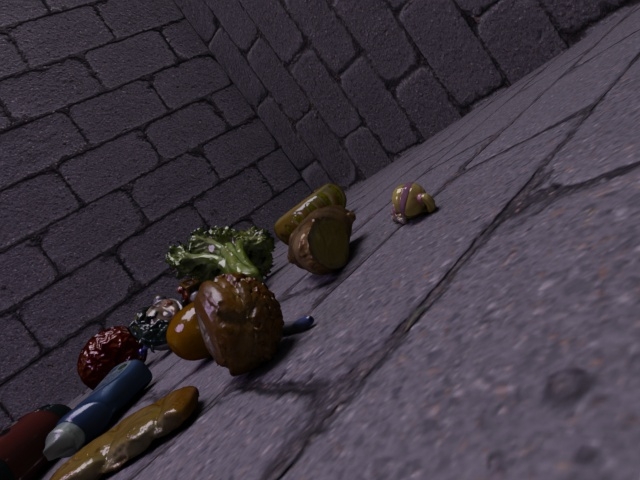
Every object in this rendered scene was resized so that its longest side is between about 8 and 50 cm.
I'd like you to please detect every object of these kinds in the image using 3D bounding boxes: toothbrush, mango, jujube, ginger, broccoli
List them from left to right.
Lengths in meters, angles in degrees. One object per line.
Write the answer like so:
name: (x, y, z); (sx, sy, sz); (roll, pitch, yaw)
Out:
jujube: (-0.759, 0.424, 1.699); (0.232, 0.213, 0.213); (-46, 7, -9)
mango: (-0.228, 0.173, 1.024); (0.221, 0.120, 0.151); (-31, 5, -30)
broccoli: (-0.275, 0.072, 1.627); (0.397, 0.274, 0.353); (2, 36, 37)
toothbrush: (-0.075, 0.147, 0.788); (0.027, 0.021, 0.269); (-53, 12, -28)
ginger: (0.000, 0.000, 1.030); (0.190, 0.126, 0.354); (-30, 4, 5)

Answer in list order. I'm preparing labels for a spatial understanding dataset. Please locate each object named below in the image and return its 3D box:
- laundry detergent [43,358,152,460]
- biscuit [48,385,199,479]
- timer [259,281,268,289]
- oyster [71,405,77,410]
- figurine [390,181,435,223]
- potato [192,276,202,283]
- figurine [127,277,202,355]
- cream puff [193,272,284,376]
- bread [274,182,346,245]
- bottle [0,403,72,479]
laundry detergent: (-0.518, 0.397, 1.099); (0.143, 0.094, 0.290); (-28, 10, 16)
biscuit: (-0.298, 0.304, 0.713); (0.299, 0.045, 0.154); (-35, 4, 5)
timer: (-0.242, 0.190, 1.332); (0.187, 0.055, 0.144); (-26, 12, 40)
oyster: (-0.792, 0.562, 1.554); (0.148, 0.051, 0.103); (-19, -13, -49)
figurine: (0.173, -0.069, 0.920); (0.083, 0.083, 0.187); (-37, -7, -6)
potato: (-0.381, 0.113, 2.012); (0.351, 0.218, 0.202); (-35, 31, -15)
figurine: (-0.504, 0.261, 1.703); (0.382, 0.186, 0.261); (-33, 24, -31)
cream puff: (-0.115, 0.117, 0.686); (0.115, 0.150, 0.165); (-21, 37, -22)
bread: (-0.037, -0.095, 1.924); (0.333, 0.160, 0.333); (-38, 4, 3)
bottle: (-0.702, 0.497, 1.104); (0.144, 0.144, 0.336); (-36, 3, 1)
